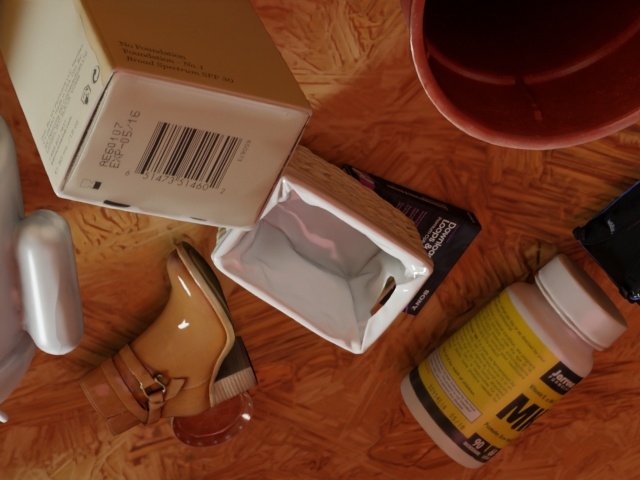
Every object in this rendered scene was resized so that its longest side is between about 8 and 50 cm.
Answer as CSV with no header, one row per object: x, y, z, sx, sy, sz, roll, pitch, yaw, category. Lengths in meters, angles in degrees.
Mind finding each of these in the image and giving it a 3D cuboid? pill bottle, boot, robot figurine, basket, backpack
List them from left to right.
-0.331,0.013,1.559,0.300,0.200,0.353,12,132,16,robot figurine
-0.151,0.098,1.798,0.152,0.073,0.197,-20,130,-2,boot
0.000,0.000,1.730,0.167,0.103,0.113,32,112,-19,basket
0.190,0.116,1.927,0.208,0.119,0.119,-43,131,13,pill bottle
0.324,-0.004,1.902,0.114,0.105,0.084,-44,153,13,backpack

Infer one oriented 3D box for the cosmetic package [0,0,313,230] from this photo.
-0.139,-0.149,1.436,0.160,0.309,0.113,10,123,-31,cosmetic package

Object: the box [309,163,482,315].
0.057,0.002,1.836,0.162,0.029,0.116,18,118,-35,box

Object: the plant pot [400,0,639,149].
0.151,-0.256,1.505,0.272,0.265,0.272,-12,131,-14,plant pot

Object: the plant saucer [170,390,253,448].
-0.106,0.167,1.911,0.083,0.013,0.083,-12,132,-14,plant saucer
